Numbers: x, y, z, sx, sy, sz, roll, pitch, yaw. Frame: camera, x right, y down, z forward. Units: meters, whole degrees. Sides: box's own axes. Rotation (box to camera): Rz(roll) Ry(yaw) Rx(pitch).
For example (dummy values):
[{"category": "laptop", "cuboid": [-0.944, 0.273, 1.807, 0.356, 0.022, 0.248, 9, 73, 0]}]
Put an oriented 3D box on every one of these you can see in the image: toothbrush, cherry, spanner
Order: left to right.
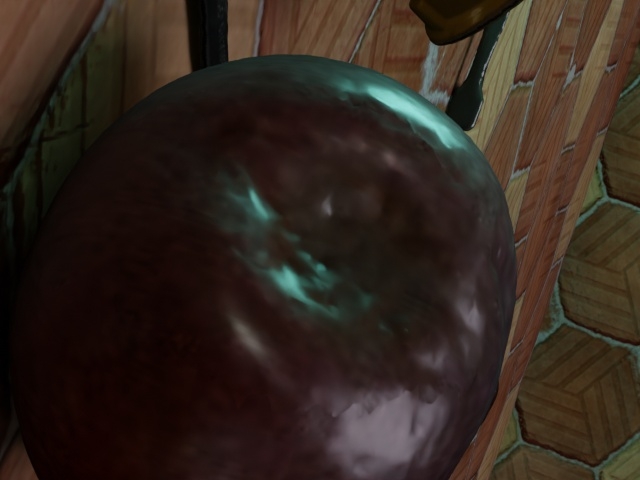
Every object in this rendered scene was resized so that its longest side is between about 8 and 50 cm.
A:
[{"category": "spanner", "cuboid": [-0.052, -0.104, 0.791, 0.254, 0.015, 0.054, 91, 21, -54]}, {"category": "cherry", "cuboid": [-0.036, 0.041, 0.705, 0.239, 0.206, 0.239, -46, -159, 24]}, {"category": "toothbrush", "cuboid": [0.173, -0.239, 1.469, 0.030, 0.030, 0.297, -23, 132, -84]}]

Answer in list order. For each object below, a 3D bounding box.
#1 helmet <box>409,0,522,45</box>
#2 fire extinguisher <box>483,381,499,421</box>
[{"category": "helmet", "cuboid": [0.087, -0.233, 0.893, 0.205, 0.140, 0.257, -40, -161, 35]}, {"category": "fire extinguisher", "cuboid": [0.077, 0.203, 1.608, 0.138, 0.102, 0.344, -38, -179, 26]}]
